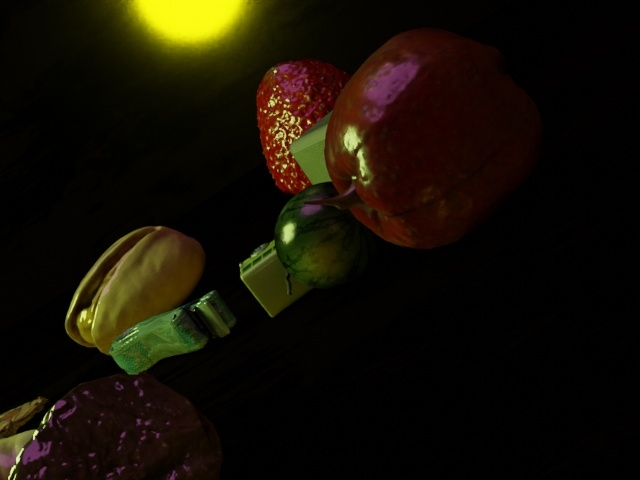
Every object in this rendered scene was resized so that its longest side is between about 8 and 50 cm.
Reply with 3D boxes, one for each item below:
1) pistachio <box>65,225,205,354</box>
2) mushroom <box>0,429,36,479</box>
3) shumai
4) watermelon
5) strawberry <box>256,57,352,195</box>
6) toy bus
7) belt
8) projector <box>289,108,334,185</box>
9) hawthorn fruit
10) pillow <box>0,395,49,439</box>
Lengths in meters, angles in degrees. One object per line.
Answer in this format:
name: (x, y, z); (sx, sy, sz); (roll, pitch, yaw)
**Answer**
pistachio: (-0.337, 0.089, 2.158); (0.299, 0.187, 0.187); (-47, 15, -29)
mushroom: (-0.366, 0.294, 1.410); (0.154, 0.123, 0.154); (-10, -21, -4)
shumai: (-0.197, 0.233, 1.104); (0.206, 0.166, 0.175); (-37, -12, -19)
watermelon: (0.000, 0.000, 1.522); (0.140, 0.141, 0.187); (-43, 7, -40)
strawberry: (-0.009, -0.213, 2.183); (0.257, 0.277, 0.257); (-36, 11, 8)
toy bus: (-0.023, 0.023, 1.643); (0.175, 0.088, 0.101); (-36, 11, 6)
belt: (-0.230, 0.147, 1.779); (0.087, 0.072, 0.302); (-37, 7, -37)
projector: (0.095, -0.131, 1.721); (0.163, 0.177, 0.242); (-42, 13, -30)
hawthorn fruit: (0.132, -0.117, 1.376); (0.258, 0.258, 0.262); (-16, 53, 62)
pillow: (-0.574, 0.347, 2.017); (0.135, 0.049, 0.248); (-29, 7, 25)
